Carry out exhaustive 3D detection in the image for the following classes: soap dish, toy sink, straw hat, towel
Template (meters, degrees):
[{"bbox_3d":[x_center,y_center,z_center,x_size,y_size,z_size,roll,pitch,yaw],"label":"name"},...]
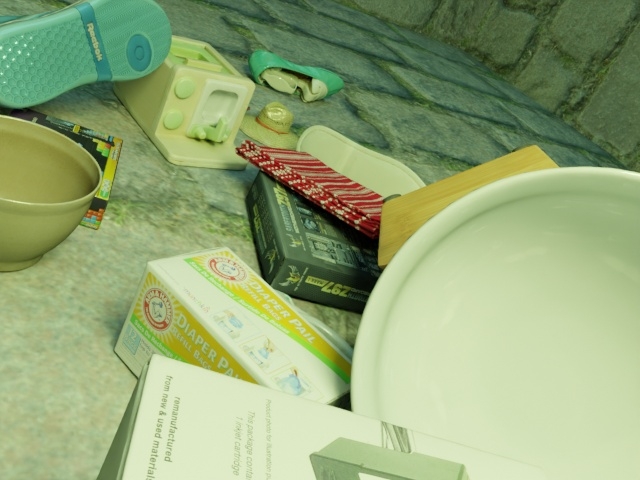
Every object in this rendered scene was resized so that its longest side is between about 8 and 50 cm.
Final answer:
[{"bbox_3d":[0.206,-0.004,0.840,0.291,0.229,0.118,32,39,-68],"label":"soap dish"},{"bbox_3d":[-0.211,-0.236,1.076,0.153,0.131,0.234,-1,39,-43],"label":"toy sink"},{"bbox_3d":[-0.087,-0.233,1.265,0.145,0.061,0.144,22,27,-12],"label":"straw hat"},{"bbox_3d":[0.027,-0.079,0.995,0.275,0.031,0.199,33,18,26],"label":"towel"}]

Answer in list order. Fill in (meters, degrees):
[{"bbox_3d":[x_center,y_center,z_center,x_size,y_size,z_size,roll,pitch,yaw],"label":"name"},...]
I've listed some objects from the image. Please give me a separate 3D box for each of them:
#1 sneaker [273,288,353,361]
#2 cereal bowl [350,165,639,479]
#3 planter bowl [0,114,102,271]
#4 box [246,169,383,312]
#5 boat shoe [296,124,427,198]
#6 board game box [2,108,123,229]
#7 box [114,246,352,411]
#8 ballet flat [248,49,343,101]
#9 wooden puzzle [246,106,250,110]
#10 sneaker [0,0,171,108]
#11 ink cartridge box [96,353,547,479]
[{"bbox_3d":[-0.037,0.094,0.724,0.212,0.080,0.094,32,15,11],"label":"sneaker"},{"bbox_3d":[0.199,0.117,0.536,0.339,0.339,0.141,35,6,13],"label":"cereal bowl"},{"bbox_3d":[-0.314,-0.039,0.653,0.162,0.109,0.162,22,26,-11],"label":"planter bowl"},{"bbox_3d":[0.000,0.000,0.931,0.184,0.059,0.232,17,28,-25],"label":"box"},{"bbox_3d":[0.097,-0.092,1.130,0.319,0.116,0.099,39,13,26],"label":"boat shoe"},{"bbox_3d":[-0.326,-0.094,0.810,0.141,0.048,0.170,18,28,-21],"label":"board game box"},{"bbox_3d":[-0.077,0.112,0.601,0.203,0.114,0.103,40,28,25],"label":"box"},{"bbox_3d":[-0.054,-0.366,1.532,0.247,0.083,0.087,12,55,-28],"label":"ballet flat"},{"bbox_3d":[-0.168,-0.252,1.262,0.049,0.006,0.083,9,21,21],"label":"wooden puzzle"},{"bbox_3d":[-0.378,-0.276,0.914,0.208,0.127,0.319,13,29,31],"label":"sneaker"},{"bbox_3d":[-0.009,0.210,0.395,0.273,0.198,0.114,20,26,-15],"label":"ink cartridge box"}]
